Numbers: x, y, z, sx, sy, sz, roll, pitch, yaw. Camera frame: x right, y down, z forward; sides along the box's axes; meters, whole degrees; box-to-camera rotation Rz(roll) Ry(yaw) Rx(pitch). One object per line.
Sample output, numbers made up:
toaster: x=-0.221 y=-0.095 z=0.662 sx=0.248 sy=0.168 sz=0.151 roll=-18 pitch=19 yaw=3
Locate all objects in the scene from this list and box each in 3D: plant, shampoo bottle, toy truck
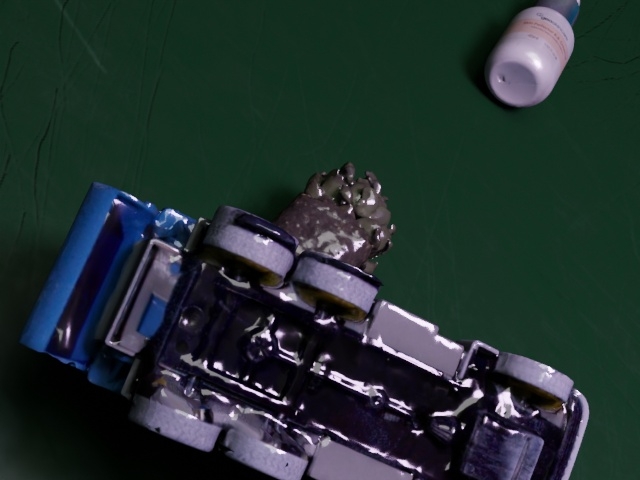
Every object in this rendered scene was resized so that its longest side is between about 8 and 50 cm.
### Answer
plant: x=0.000 y=0.000 z=0.948 sx=0.092 sy=0.094 sz=0.143 roll=39 pitch=51 yaw=12
shampoo bottle: x=0.233 y=-0.213 z=1.251 sx=0.074 sy=0.074 sz=0.192 roll=38 pitch=47 yaw=-3
toy truck: x=-0.010 y=0.088 z=0.798 sx=0.367 sy=0.175 sz=0.146 roll=27 pitch=81 yaw=-16
